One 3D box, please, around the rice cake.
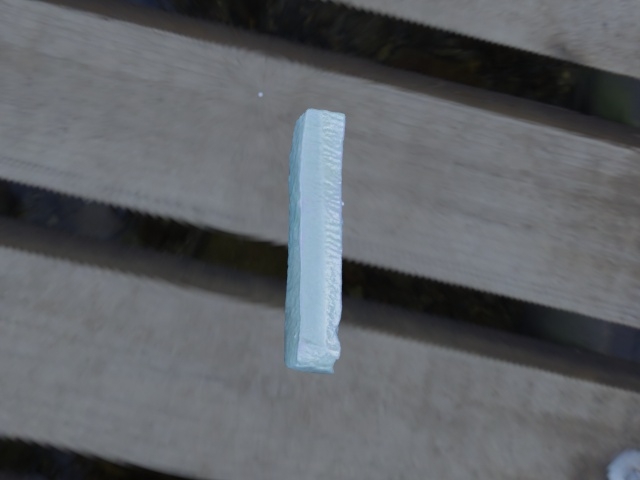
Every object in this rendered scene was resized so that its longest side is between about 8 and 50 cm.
[{"bbox_3d":[0.000,0.000,1.149,0.042,0.030,0.180,11,67,-24],"label":"rice cake"}]
